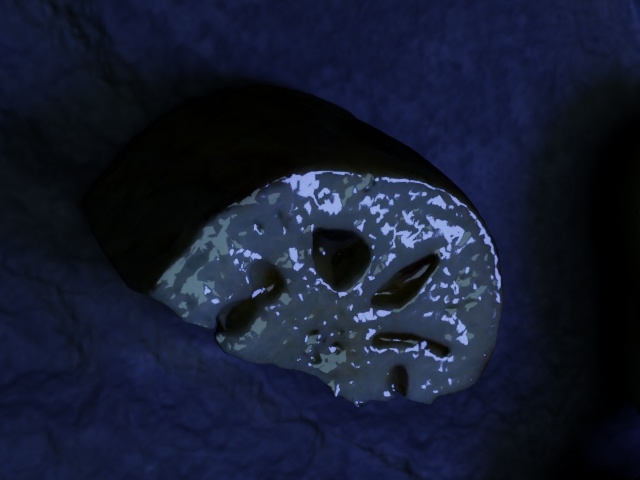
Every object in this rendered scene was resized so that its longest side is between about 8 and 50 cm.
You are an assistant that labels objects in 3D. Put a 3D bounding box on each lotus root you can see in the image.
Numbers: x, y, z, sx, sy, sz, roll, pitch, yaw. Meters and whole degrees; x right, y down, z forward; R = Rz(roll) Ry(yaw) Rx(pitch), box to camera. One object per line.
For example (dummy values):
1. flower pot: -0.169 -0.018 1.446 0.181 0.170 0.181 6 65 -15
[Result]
1. lotus root: 0.000 0.000 0.755 0.235 0.119 0.138 19 101 -30

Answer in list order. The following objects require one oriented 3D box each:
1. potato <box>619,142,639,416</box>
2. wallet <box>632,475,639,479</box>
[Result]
1. potato: 0.266 0.033 0.897 0.169 0.143 0.248 -43 123 -56
2. wallet: 0.235 0.211 0.928 0.161 0.042 0.195 22 134 -33
